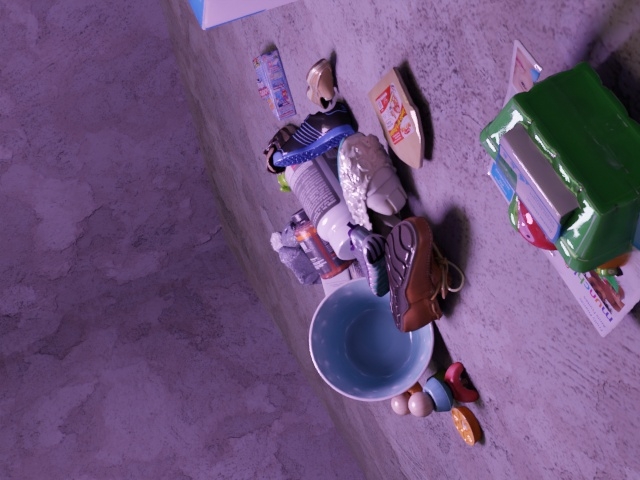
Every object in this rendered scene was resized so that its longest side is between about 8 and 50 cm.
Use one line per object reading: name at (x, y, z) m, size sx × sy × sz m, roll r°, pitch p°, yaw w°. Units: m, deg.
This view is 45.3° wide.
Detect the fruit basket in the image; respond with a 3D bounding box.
fruit basket at (0.319, -0.049, 1.031) m, size 0.327 × 0.165 × 0.353 m, roll 61°, pitch 168°, yaw 22°

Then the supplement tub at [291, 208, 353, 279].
supplement tub at (0.000, 0.000, 2.079) m, size 0.198 × 0.106 × 0.106 m, roll 59°, pitch 167°, yaw -8°

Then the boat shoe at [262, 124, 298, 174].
boat shoe at (-0.113, -0.269, 2.309) m, size 0.132 × 0.130 × 0.355 m, roll 70°, pitch 165°, yaw -11°

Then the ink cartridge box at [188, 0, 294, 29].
ink cartridge box at (-0.199, -0.696, 1.648) m, size 0.395 × 0.285 × 0.166 m, roll 64°, pitch 164°, yaw 10°

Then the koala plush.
koala plush at (-0.055, 0.015, 2.442) m, size 0.221 × 0.196 × 0.203 m, roll 47°, pitch 166°, yaw 43°

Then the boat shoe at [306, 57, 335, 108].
boat shoe at (0.010, -0.375, 1.861) m, size 0.072 × 0.068 × 0.190 m, roll 52°, pitch 173°, yaw 9°

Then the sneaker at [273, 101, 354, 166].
sneaker at (-0.024, -0.260, 1.895) m, size 0.081 × 0.232 × 0.090 m, roll 14°, pitch -122°, yaw -61°

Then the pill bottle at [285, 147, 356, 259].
pill bottle at (0.037, -0.099, 1.967) m, size 0.283 × 0.161 × 0.161 m, roll 60°, pitch 164°, yaw 27°

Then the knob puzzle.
knob puzzle at (0.169, -0.237, 1.544) m, size 0.213 × 0.030 × 0.213 m, roll 58°, pitch 163°, yaw 30°

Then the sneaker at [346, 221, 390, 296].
sneaker at (0.116, 0.038, 1.738) m, size 0.098 × 0.083 × 0.223 m, roll 42°, pitch 162°, yaw 34°

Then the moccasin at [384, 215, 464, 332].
moccasin at (0.223, 0.076, 1.653) m, size 0.380 × 0.147 × 0.139 m, roll 78°, pitch 177°, yaw -49°

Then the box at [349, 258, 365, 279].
box at (0.142, 0.115, 2.128) m, size 0.183 × 0.056 × 0.231 m, roll 46°, pitch 155°, yaw 57°

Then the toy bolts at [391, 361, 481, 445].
toy bolts at (0.284, 0.415, 1.871) m, size 0.218 × 0.158 × 0.228 m, roll 62°, pitch 165°, yaw 20°

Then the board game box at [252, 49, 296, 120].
board game box at (-0.143, -0.452, 2.279) m, size 0.194 × 0.060 × 0.194 m, roll 70°, pitch 165°, yaw -10°

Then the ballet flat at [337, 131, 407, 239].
ballet flat at (0.146, -0.068, 1.736) m, size 0.147 × 0.147 × 0.409 m, roll 52°, pitch 165°, yaw 45°

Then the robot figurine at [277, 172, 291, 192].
robot figurine at (-0.101, -0.207, 2.490) m, size 0.115 × 0.067 × 0.101 m, roll 177°, pitch 98°, yaw -75°

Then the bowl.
bowl at (0.139, 0.256, 1.970) m, size 0.311 × 0.311 × 0.163 m, roll 63°, pitch -175°, yaw 16°

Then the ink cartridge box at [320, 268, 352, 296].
ink cartridge box at (0.036, 0.043, 2.245) m, size 0.153 × 0.087 × 0.208 m, roll -88°, pitch -15°, yaw -61°
